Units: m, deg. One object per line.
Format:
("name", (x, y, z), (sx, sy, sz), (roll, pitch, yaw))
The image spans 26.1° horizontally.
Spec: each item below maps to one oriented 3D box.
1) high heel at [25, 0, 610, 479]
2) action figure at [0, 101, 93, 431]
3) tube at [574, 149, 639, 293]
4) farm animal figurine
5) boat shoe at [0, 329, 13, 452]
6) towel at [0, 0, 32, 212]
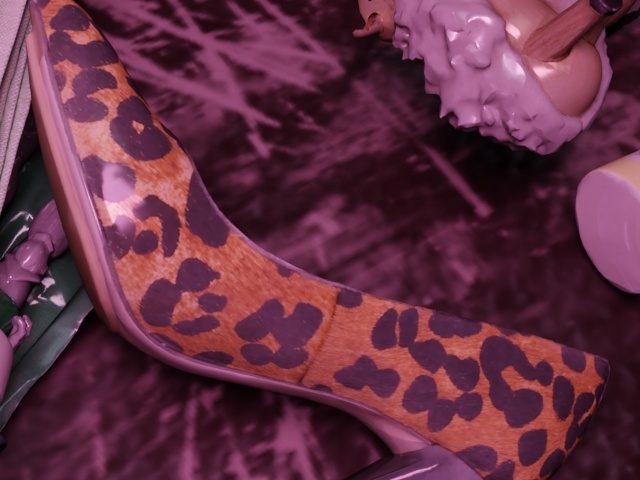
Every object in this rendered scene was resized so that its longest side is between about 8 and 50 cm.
("high heel", (0.000, 0.000, 0.562), (0.186, 0.093, 0.261), (-23, 95, -13))
("action figure", (-0.162, 0.038, 0.584), (0.137, 0.063, 0.232), (24, 63, 6))
("tube", (0.235, -0.041, 0.670), (0.240, 0.062, 0.070), (-22, 106, -23))
("farm animal figurine", (0.050, -0.217, 0.689), (0.327, 0.172, 0.330), (44, 48, -1))
("boat shoe", (-0.258, 0.077, 0.488), (0.302, 0.114, 0.091), (-8, 57, 18))
("towel", (-0.277, -0.084, 0.600), (0.325, 0.038, 0.248), (3, 66, 13))
